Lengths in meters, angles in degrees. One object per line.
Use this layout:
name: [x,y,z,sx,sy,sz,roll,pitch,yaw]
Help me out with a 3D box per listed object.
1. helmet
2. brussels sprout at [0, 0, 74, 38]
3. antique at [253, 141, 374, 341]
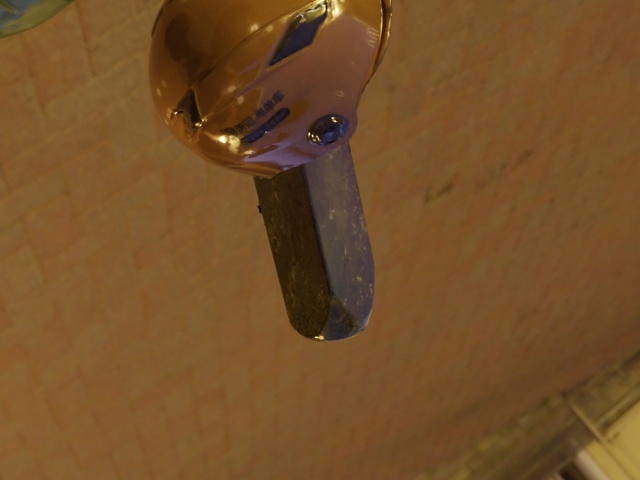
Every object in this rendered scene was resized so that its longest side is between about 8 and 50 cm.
helmet: [-0.060,-0.156,0.995,0.130,0.198,0.224,3,147,-46]
brussels sprout: [-0.233,-0.235,0.750,0.244,0.244,0.244,-36,163,-13]
antique: [0.000,0.000,1.311,0.080,0.221,0.081,-4,-165,44]
